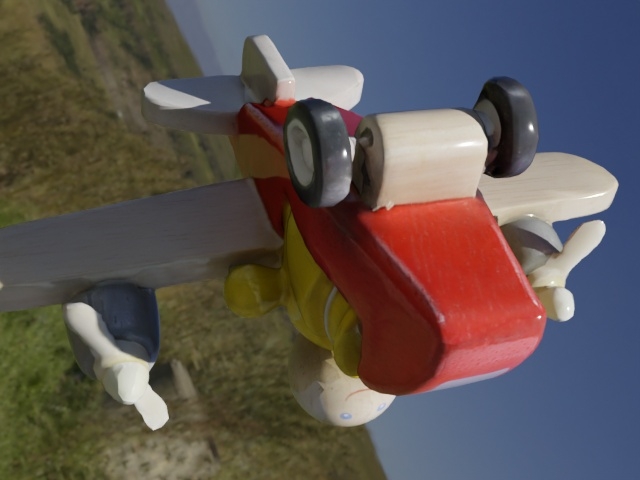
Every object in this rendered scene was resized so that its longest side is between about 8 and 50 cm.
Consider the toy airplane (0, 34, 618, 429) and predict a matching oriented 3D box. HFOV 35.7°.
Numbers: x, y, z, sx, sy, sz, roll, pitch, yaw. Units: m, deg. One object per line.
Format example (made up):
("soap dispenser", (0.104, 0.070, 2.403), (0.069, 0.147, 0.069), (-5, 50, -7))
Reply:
("toy airplane", (0.000, 0.000, 0.729), (0.384, 0.385, 0.273), (-40, 131, -60))
